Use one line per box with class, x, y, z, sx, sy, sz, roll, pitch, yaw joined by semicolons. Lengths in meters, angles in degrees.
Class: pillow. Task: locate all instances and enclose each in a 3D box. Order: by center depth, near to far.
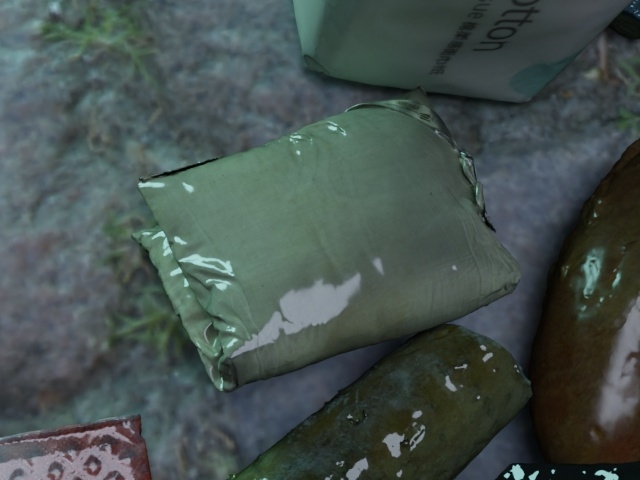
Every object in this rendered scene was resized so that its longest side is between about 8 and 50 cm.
pillow;0.000;0.000;0.569;0.181;0.078;0.134;-18;57;-15

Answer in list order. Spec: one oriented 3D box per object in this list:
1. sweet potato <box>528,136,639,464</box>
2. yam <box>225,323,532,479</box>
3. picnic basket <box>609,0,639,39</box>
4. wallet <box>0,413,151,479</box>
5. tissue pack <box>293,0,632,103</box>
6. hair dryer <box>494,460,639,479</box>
sweet potato;0.220;-0.023;0.623;0.109;0.109;0.385;34;69;0
yam;0.024;0.113;0.554;0.179;0.078;0.078;-38;84;-19
picnic basket;0.216;-0.174;0.687;0.083;0.065;0.083;30;87;3
wallet;-0.124;0.190;0.529;0.103;0.020;0.196;-10;76;-13
tissue pack;0.104;-0.260;0.537;0.194;0.356;0.266;3;72;-14
hair dryer;0.231;0.161;0.545;0.302;0.116;0.244;-35;107;-36
